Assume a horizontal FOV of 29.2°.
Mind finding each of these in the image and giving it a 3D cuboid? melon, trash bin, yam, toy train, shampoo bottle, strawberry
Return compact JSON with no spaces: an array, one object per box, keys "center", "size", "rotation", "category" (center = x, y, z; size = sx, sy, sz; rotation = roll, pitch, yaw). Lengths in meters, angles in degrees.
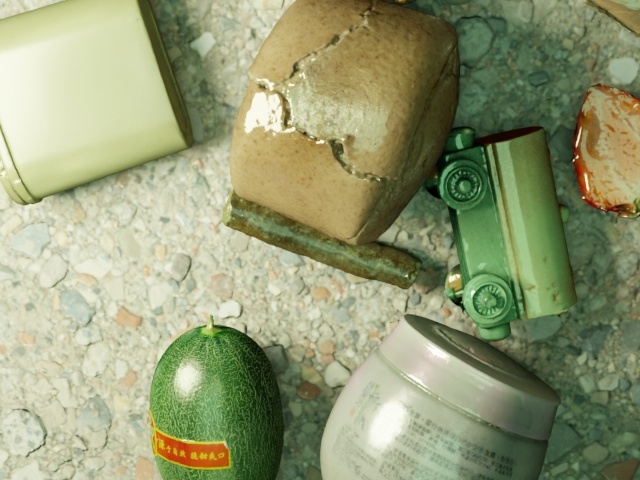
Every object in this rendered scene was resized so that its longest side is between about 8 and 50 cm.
[{"center":[-0.139,0.233,1.635],"size":[0.182,0.182,0.288],"rotation":[-1,104,5],"category":"melon"},{"center":[-0.315,-0.190,1.592],"size":[0.247,0.121,0.243],"rotation":[-16,100,5],"category":"trash bin"},{"center":[0.000,0.000,1.640],"size":[0.274,0.061,0.061],"rotation":[21,103,-1],"category":"yam"},{"center":[0.239,-0.016,1.597],"size":[0.177,0.116,0.285],"rotation":[-14,100,-5],"category":"toy train"},{"center":[0.151,0.250,1.572],"size":[0.273,0.273,0.266],"rotation":[28,95,-2],"category":"shampoo bottle"},{"center":[0.384,-0.113,1.573],"size":[0.146,0.082,0.187],"rotation":[-27,93,4],"category":"strawberry"}]

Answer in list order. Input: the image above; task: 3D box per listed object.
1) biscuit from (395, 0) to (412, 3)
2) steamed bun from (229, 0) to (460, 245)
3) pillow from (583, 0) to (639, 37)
[{"center":[0.171,-0.469,1.504],"size":[0.054,0.094,0.379],"rotation":[26,102,5],"category":"biscuit"},{"center":[0.021,-0.157,1.502],"size":[0.251,0.199,0.301],"rotation":[26,101,21],"category":"steamed bun"},{"center":[0.358,-0.354,1.544],"size":[0.211,0.034,0.135],"rotation":[27,105,0],"category":"pillow"}]
